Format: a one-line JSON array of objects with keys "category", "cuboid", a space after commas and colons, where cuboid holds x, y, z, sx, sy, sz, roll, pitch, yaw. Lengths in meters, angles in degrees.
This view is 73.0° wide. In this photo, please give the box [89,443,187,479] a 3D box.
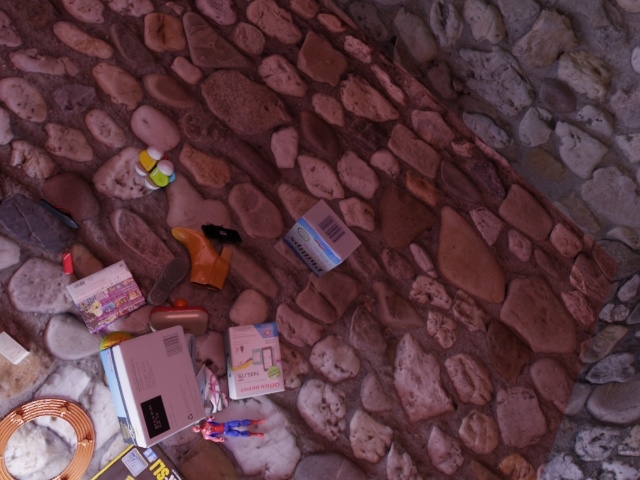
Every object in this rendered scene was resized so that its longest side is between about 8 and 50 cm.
[{"category": "box", "cuboid": [-0.633, 0.902, 1.549, 0.257, 0.079, 0.322, -38, 88, -29]}]

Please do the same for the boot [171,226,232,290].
[{"category": "boot", "cuboid": [-0.527, 0.082, 1.847, 0.295, 0.104, 0.211, 27, 54, -19]}]

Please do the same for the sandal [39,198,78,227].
[{"category": "sandal", "cuboid": [-1.053, -0.117, 1.755, 0.179, 0.067, 0.040, 37, 52, -2]}]

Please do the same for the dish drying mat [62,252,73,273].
[{"category": "dish drying mat", "cuboid": [-1.009, 0.092, 1.727, 0.032, 0.008, 0.083, -8, 75, -24]}]

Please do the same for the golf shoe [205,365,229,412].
[{"category": "golf shoe", "cuboid": [-0.436, 0.596, 1.732, 0.086, 0.067, 0.186, -21, 81, -24]}]

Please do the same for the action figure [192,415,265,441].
[{"category": "action figure", "cuboid": [-0.353, 0.733, 1.683, 0.280, 0.139, 0.091, 6, 69, -16]}]

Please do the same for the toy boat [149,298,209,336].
[{"category": "toy boat", "cuboid": [-0.574, 0.302, 1.762, 0.231, 0.151, 0.151, 2, 41, -21]}]

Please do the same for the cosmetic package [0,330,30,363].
[{"category": "cosmetic package", "cuboid": [-1.122, 0.388, 1.564, 0.115, 0.041, 0.060, 43, 63, -2]}]

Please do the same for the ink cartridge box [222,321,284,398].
[{"category": "ink cartridge box", "cuboid": [-0.276, 0.488, 1.756, 0.198, 0.197, 0.270, -3, 74, -21]}]

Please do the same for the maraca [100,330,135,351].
[{"category": "maraca", "cuboid": [-0.751, 0.429, 1.657, 0.186, 0.099, 0.127, 44, 82, -11]}]

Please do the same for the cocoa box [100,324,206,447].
[{"category": "cocoa box", "cuboid": [-0.597, 0.509, 1.537, 0.231, 0.228, 0.347, -13, 82, -44]}]

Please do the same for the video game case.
[{"category": "video game case", "cuboid": [-0.847, 0.219, 1.724, 0.232, 0.042, 0.210, -30, 84, -26]}]

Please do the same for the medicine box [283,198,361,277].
[{"category": "medicine box", "cuboid": [0.000, 0.000, 1.977, 0.263, 0.289, 0.149, 48, 61, 0]}]

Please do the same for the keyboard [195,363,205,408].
[{"category": "keyboard", "cuboid": [-0.454, 0.582, 1.638, 0.014, 0.256, 0.072, 10, 31, 1]}]

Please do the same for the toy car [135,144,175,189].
[{"category": "toy car", "cuboid": [-0.716, -0.325, 1.923, 0.182, 0.159, 0.136, 54, 27, 4]}]

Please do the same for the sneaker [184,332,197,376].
[{"category": "sneaker", "cuboid": [-0.549, 0.493, 1.712, 0.091, 0.094, 0.258, 2, 87, 15]}]

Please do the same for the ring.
[{"category": "ring", "cuboid": [-0.975, 0.729, 1.507, 0.337, 0.032, 0.336, 7, 70, -19]}]

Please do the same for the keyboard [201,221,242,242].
[{"category": "keyboard", "cuboid": [-0.447, -0.029, 1.933, 0.192, 0.038, 0.100, 12, 40, -47]}]

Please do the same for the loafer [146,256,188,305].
[{"category": "loafer", "cuboid": [-0.644, 0.169, 1.792, 0.094, 0.087, 0.251, 47, 44, -19]}]
